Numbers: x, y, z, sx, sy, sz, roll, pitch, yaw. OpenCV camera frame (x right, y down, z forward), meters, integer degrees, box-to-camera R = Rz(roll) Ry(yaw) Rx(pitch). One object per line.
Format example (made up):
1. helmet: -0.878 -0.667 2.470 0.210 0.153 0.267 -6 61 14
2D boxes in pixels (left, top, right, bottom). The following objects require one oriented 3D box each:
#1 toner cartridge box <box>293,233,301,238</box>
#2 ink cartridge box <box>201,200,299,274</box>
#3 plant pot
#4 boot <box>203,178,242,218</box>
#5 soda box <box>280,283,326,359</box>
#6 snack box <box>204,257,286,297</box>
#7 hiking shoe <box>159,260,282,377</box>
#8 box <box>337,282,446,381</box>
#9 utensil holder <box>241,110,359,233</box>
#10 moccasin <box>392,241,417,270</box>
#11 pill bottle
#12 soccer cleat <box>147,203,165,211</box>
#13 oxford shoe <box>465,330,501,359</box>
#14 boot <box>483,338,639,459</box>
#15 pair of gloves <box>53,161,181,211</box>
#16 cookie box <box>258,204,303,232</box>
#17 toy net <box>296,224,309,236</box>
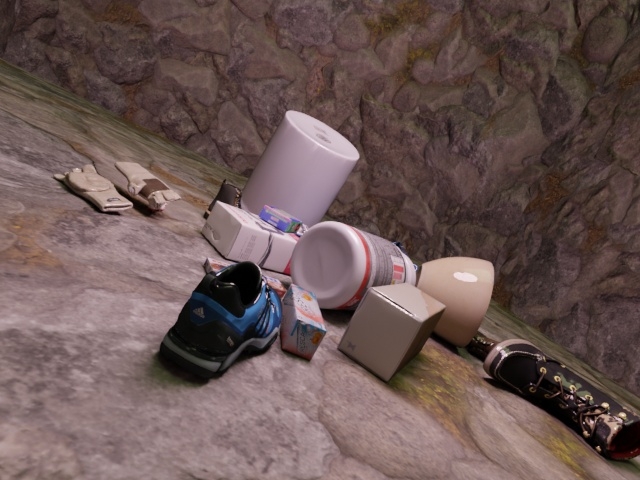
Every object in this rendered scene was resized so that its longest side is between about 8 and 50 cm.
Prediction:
1. toner cartridge box: 0.018 0.068 1.377 0.348 0.075 0.165 26 11 -6
2. ink cartridge box: -0.174 -0.003 1.130 0.237 0.100 0.172 20 11 -42
3. plant pot: 0.386 0.167 1.300 0.191 0.284 0.284 19 8 5
4. boot: -0.251 -0.089 1.285 0.198 0.137 0.077 28 9 4
5. soda box: -0.038 0.145 0.779 0.058 0.063 0.183 26 8 -13
6. snack box: -0.163 0.083 0.909 0.178 0.022 0.064 22 9 -30
7. hiking shoe: -0.107 0.096 0.627 0.113 0.132 0.304 28 8 6
8. box: 0.171 0.185 0.919 0.121 0.148 0.311 31 11 23
9. utensil holder: -0.084 -0.227 1.531 0.328 0.385 0.327 27 28 -15
10. moccasin: 0.243 0.069 1.413 0.137 0.117 0.342 48 14 -14
11. pill bottle: 0.106 0.083 1.107 0.210 0.210 0.363 33 10 36
12. soccer cleat: -0.433 -0.097 1.110 0.029 0.035 0.083 29 9 -1
13. oxford shoe: 0.515 0.340 1.295 0.096 0.082 0.227 19 0 -32
14. boot: 0.634 0.407 1.079 0.377 0.138 0.284 29 7 -27
15. pair of gloves: -0.484 -0.129 1.019 0.204 0.042 0.240 33 25 18
16. cookie box: -0.111 -0.060 1.185 0.092 0.040 0.107 31 8 13
17. toy net: 0.000 0.000 1.326 0.232 0.045 0.122 35 13 36
